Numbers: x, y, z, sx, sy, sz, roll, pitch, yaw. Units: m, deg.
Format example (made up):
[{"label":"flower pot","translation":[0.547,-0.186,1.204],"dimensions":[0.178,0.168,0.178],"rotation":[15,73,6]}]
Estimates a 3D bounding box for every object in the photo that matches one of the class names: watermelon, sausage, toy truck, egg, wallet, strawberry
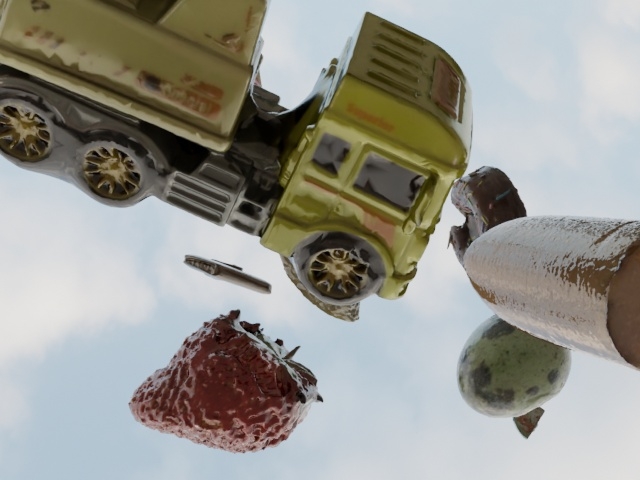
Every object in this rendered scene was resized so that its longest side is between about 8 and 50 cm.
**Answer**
[{"label":"watermelon","translation":[0.376,0.316,1.633],"dimensions":[0.085,0.061,0.085],"rotation":[37,-139,-40]},{"label":"sausage","translation":[0.234,0.037,0.814],"dimensions":[0.123,0.253,0.123],"rotation":[-2,-84,-17]},{"label":"toy truck","translation":[-0.070,-0.125,0.745],"dimensions":[0.405,0.254,0.180],"rotation":[25,-141,-6]},{"label":"egg","translation":[0.261,0.169,1.248],"dimensions":[0.182,0.141,0.141],"rotation":[-29,-113,-35]},{"label":"wallet","translation":[-0.172,0.060,1.698],"dimensions":[0.118,0.038,0.153],"rotation":[15,176,41]},{"label":"strawberry","translation":[-0.150,0.255,1.518],"dimensions":[0.261,0.261,0.257],"rotation":[40,-87,14]}]

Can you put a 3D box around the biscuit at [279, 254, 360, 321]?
[{"label":"biscuit","translation":[-0.003,0.003,1.383],"dimensions":[0.133,0.249,0.032],"rotation":[8,-155,22]}]

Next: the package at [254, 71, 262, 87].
[{"label":"package","translation":[-0.102,-0.244,1.244],"dimensions":[0.029,0.083,0.059],"rotation":[-34,-130,-14]}]

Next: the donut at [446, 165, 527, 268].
[{"label":"donut","translation":[0.318,-0.020,1.773],"dimensions":[0.096,0.230,0.216],"rotation":[-9,-131,-16]}]
